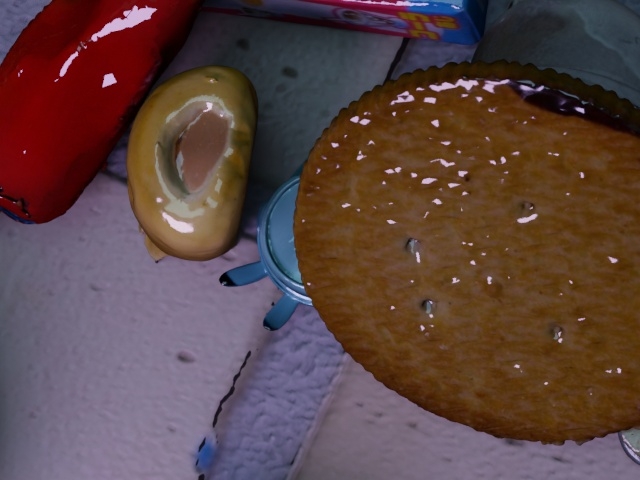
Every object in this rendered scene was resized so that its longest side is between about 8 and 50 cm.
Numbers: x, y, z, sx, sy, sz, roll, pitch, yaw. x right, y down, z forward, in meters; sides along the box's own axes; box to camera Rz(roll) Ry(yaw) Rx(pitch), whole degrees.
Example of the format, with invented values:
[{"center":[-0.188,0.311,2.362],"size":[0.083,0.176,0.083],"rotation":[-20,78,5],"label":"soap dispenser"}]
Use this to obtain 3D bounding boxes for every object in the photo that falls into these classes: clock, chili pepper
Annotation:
[{"center":[0.000,0.000,1.198],"size":[0.147,0.045,0.108],"rotation":[-44,75,2],"label":"clock"},{"center":[-0.168,-0.115,1.172],"size":[0.110,0.110,0.387],"rotation":[51,120,14],"label":"chili pepper"}]

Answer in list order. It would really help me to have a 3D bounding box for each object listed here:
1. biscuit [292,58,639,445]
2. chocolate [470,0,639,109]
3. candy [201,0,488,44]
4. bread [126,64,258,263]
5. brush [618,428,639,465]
[{"center":[0.124,0.013,1.084],"size":[0.305,0.305,0.038],"rotation":[12,39,15],"label":"biscuit"},{"center":[0.166,-0.088,1.133],"size":[0.221,0.221,0.147],"rotation":[8,52,12],"label":"chocolate"},{"center":[-0.024,-0.244,1.213],"size":[0.305,0.100,0.157],"rotation":[9,84,13],"label":"candy"},{"center":[-0.092,-0.052,1.166],"size":[0.085,0.173,0.134],"rotation":[9,82,-3],"label":"bread"},{"center":[0.330,0.157,1.119],"size":[0.266,0.027,0.062],"rotation":[17,86,13],"label":"brush"}]
